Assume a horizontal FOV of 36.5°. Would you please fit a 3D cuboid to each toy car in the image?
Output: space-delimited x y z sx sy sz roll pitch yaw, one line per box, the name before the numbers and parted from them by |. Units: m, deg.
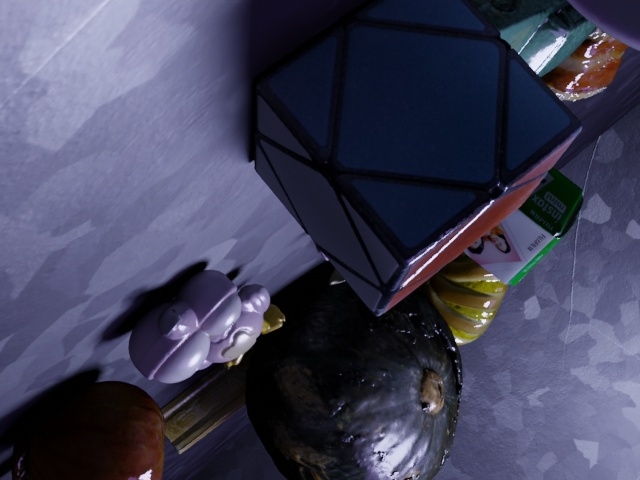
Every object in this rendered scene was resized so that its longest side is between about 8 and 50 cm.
toy car | 0.242 -0.245 1.075 0.320 0.097 0.141 -32 167 -37

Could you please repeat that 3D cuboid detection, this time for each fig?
fig | -0.297 0.277 1.252 0.205 0.205 0.205 -38 170 -8

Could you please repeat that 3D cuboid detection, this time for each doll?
doll | -0.146 0.113 1.274 0.160 0.094 0.365 -43 170 4

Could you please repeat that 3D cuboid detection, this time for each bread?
bread | 0.272 0.048 1.978 0.160 0.333 0.333 10 149 -17

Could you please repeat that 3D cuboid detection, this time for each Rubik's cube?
Rubik's cube | 0.076 -0.084 0.892 0.205 0.205 0.207 -37 168 -12

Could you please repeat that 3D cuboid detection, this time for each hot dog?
hot dog | 0.379 -0.289 1.385 0.146 0.103 0.213 -7 143 -31

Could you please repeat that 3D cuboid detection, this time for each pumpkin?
pumpkin | 0.077 0.281 1.810 0.454 0.454 0.344 -30 -167 -40

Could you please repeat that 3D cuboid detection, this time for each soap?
soap | -0.202 0.303 1.895 0.252 0.092 0.037 -36 168 -13

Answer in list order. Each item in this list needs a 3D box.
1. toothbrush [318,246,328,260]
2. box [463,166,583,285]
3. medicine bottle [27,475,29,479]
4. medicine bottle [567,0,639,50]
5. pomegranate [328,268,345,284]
toothbrush | 0.000 0.000 1.501 0.025 0.020 0.286 -30 169 -2
box | 0.233 -0.067 1.396 0.103 0.250 0.180 -51 175 -33
medicine bottle | -0.364 0.343 1.386 0.188 0.132 0.088 -36 170 -8
medicine bottle | 0.313 -0.296 0.660 0.325 0.256 0.256 -42 173 -31
pomegranate | 0.077 0.011 1.504 0.220 0.156 0.156 0 144 -43
